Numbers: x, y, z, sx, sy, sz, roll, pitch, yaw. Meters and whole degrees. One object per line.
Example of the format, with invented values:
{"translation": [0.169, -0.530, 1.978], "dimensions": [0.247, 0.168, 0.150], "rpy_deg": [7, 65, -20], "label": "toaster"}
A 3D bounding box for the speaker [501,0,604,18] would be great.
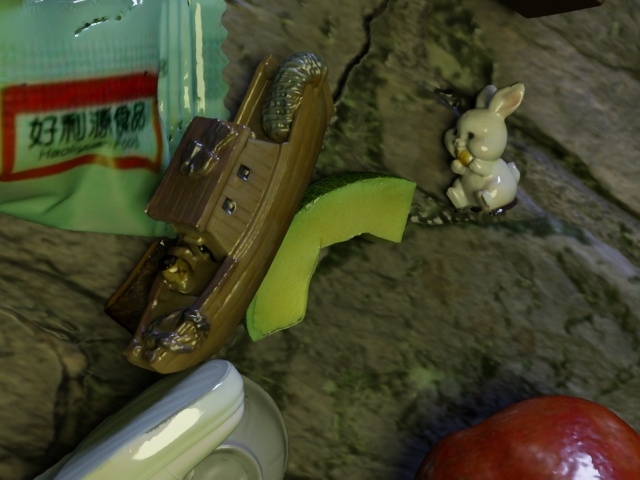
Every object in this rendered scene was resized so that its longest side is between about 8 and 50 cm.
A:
{"translation": [0.174, -0.335, 1.002], "dimensions": [0.231, 0.192, 0.153], "rpy_deg": [30, 89, -18], "label": "speaker"}

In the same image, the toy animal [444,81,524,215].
{"translation": [0.167, -0.093, 1.101], "dimensions": [0.085, 0.071, 0.124], "rpy_deg": [-18, 105, -16], "label": "toy animal"}

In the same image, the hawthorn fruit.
{"translation": [0.235, 0.297, 1.073], "dimensions": [0.295, 0.311, 0.295], "rpy_deg": [1, 87, -27], "label": "hawthorn fruit"}

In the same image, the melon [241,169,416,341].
{"translation": [0.000, 0.000, 1.053], "dimensions": [0.209, 0.064, 0.118], "rpy_deg": [-26, 120, -16], "label": "melon"}

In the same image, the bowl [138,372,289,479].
{"translation": [-0.107, 0.225, 1.047], "dimensions": [0.189, 0.086, 0.189], "rpy_deg": [-4, 101, -19], "label": "bowl"}

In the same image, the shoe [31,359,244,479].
{"translation": [-0.182, 0.260, 0.956], "dimensions": [0.363, 0.132, 0.160], "rpy_deg": [-37, 104, 12], "label": "shoe"}

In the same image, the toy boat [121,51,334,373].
{"translation": [-0.085, -0.032, 0.960], "dimensions": [0.121, 0.089, 0.321], "rpy_deg": [44, 65, -49], "label": "toy boat"}

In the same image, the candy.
{"translation": [-0.244, -0.112, 0.920], "dimensions": [0.398, 0.172, 0.263], "rpy_deg": [-8, 114, -39], "label": "candy"}

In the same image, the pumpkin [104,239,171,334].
{"translation": [-0.155, 0.045, 1.023], "dimensions": [0.073, 0.035, 0.101], "rpy_deg": [31, 109, -35], "label": "pumpkin"}
